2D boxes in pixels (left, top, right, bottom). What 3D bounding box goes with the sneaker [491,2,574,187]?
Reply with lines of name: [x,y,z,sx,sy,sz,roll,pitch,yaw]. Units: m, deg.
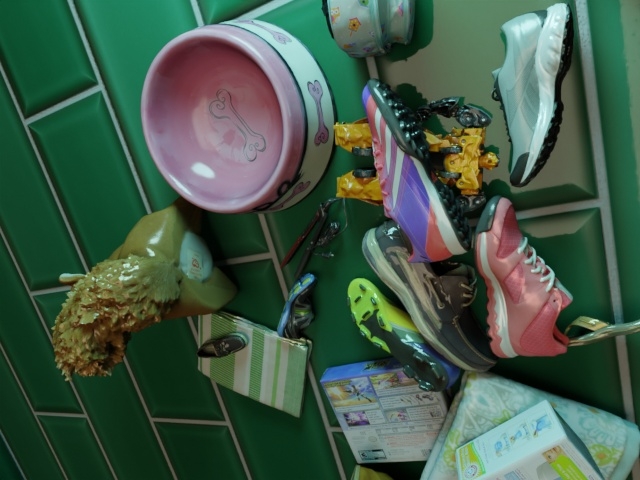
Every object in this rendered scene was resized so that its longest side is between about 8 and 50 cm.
sneaker: [0.330,-0.222,0.661,0.108,0.100,0.271,11,109,35]

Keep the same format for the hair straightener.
hair straightener: [0.000,0.000,0.906,0.089,0.047,0.230,38,114,7]

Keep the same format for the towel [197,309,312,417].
towel: [-0.186,0.317,1.099,0.325,0.038,0.247,15,114,16]

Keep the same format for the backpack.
backpack: [0.076,-0.382,0.649,0.145,0.188,0.165,3,109,22]

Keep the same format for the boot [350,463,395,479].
boot: [0.166,0.598,0.932,0.211,0.295,0.104,18,77,14]

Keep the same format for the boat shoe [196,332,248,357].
boat shoe: [-0.256,0.280,1.062,0.152,0.049,0.056,-22,100,27]

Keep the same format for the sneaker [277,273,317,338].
sneaker: [-0.044,0.157,0.972,0.078,0.067,0.188,18,114,-7]

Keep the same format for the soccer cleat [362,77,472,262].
soccer cleat: [0.133,-0.105,0.677,0.117,0.109,0.318,-25,99,33]

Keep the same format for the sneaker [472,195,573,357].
sneaker: [0.360,0.066,0.717,0.136,0.116,0.313,-2,112,39]

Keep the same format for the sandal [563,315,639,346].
sandal: [0.493,0.154,0.734,0.180,0.072,0.049,-28,66,36]

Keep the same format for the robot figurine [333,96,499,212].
robot figurine: [0.170,-0.149,0.752,0.291,0.085,0.210,5,110,22]

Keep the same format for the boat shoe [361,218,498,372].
boat shoe: [0.231,0.098,0.787,0.355,0.132,0.130,49,119,0]

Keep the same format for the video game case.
video game case: [0.167,0.395,0.958,0.270,0.061,0.244,-18,101,26]

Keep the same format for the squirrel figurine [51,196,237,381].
squirrel figurine: [-0.451,0.113,0.933,0.371,0.397,0.280,-17,105,18]

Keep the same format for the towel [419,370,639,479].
towel: [0.396,0.468,0.830,0.321,0.090,0.374,17,106,6]

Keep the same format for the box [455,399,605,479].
box: [0.358,0.399,0.724,0.203,0.103,0.114,-40,91,18]

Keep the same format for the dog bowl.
dog bowl: [-0.181,-0.234,0.835,0.408,0.150,0.407,7,110,20]

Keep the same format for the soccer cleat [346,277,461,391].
soccer cleat: [0.170,0.189,0.865,0.289,0.121,0.093,46,124,28]
